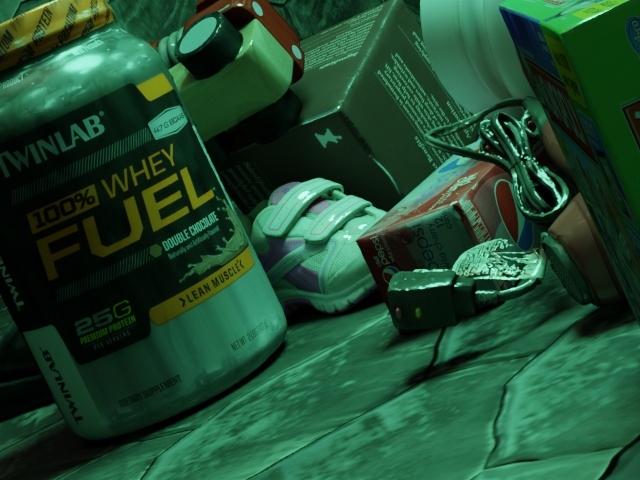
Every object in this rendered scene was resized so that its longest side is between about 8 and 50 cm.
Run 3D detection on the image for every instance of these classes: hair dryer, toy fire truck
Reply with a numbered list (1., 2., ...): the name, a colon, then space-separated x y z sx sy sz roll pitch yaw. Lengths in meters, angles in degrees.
1. hair dryer: 0.182 -0.049 1.116 0.294 0.080 0.223 -6 46 27
2. toy fire truck: -0.110 -0.164 1.608 0.217 0.158 0.246 -28 35 26

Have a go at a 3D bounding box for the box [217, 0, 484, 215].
1. box: 0.029 -0.095 1.645 0.167 0.168 0.203 -19 28 35

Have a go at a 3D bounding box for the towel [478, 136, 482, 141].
1. towel: 0.100 -0.060 1.889 0.243 0.040 0.336 -22 7 33

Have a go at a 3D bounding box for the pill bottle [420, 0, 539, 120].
1. pill bottle: 0.270 -0.181 1.236 0.229 0.229 0.408 -31 19 -34

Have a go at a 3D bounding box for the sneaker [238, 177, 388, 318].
1. sneaker: 0.000 0.000 1.498 0.103 0.111 0.252 -32 11 -40

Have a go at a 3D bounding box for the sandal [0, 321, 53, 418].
1. sandal: -0.271 0.094 1.728 0.446 0.107 0.167 -23 9 16

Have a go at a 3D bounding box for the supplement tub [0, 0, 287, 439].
1. supplement tub: -0.183 -0.024 1.405 0.207 0.338 0.207 -25 8 4

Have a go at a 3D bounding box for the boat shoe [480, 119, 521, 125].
1. boat shoe: 0.208 -0.100 1.622 0.081 0.079 0.227 -28 4 16

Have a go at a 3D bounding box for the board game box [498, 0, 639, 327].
1. board game box: 0.154 -0.016 0.780 0.046 0.213 0.317 -25 8 6

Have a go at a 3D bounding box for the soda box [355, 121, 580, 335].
1. soda box: 0.124 -0.018 1.343 0.092 0.083 0.263 -21 9 27
